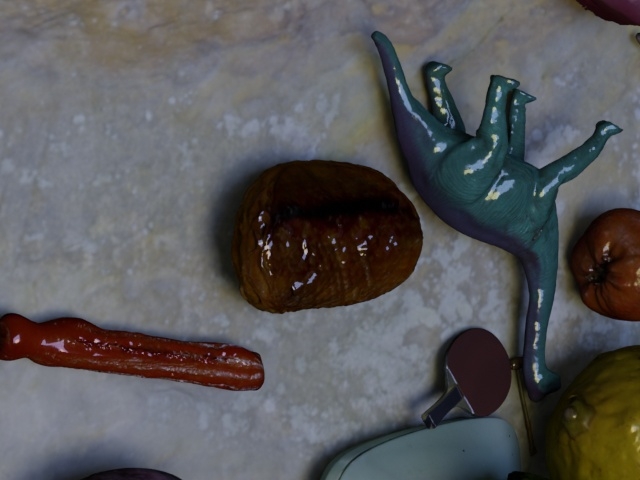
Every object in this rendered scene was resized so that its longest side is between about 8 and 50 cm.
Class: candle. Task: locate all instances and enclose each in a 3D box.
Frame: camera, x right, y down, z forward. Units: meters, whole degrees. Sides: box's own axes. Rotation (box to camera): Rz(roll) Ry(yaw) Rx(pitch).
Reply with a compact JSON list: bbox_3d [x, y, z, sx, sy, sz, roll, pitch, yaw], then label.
[{"bbox_3d":[-0.192,0.110,1.841,0.329,0.048,0.051,10,103,-34],"label":"candle"}]

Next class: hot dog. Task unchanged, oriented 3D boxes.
[{"bbox_3d":[0.002,-0.002,1.921,0.227,0.099,0.160,2,94,-34],"label":"hot dog"}]

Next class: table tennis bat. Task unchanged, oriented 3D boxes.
[{"bbox_3d":[0.161,0.159,2.068,0.158,0.014,0.095,-40,105,-42],"label":"table tennis bat"}]

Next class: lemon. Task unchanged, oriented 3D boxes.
[{"bbox_3d":[0.382,0.243,2.111,0.310,0.253,0.253,22,83,-30],"label":"lemon"}]

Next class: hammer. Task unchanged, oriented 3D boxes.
[{"bbox_3d":[0.235,0.191,2.148,0.029,0.014,0.123,-19,108,-23],"label":"hammer"}]

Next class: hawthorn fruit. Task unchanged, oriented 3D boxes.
[{"bbox_3d":[0.363,0.031,2.146,0.138,0.133,0.132,-11,101,-37],"label":"hawthorn fruit"}]

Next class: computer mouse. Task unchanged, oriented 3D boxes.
[{"bbox_3d":[0.120,0.283,2.034,0.288,0.097,0.159,-6,96,-32],"label":"computer mouse"}]

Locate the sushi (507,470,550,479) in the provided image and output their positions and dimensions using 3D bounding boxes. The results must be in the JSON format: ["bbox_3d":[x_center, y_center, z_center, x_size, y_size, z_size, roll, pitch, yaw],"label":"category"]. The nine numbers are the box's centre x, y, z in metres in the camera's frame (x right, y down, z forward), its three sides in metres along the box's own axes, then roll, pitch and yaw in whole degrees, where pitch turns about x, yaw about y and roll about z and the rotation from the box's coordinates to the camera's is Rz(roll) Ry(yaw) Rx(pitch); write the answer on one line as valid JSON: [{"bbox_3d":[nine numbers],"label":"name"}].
[{"bbox_3d":[0.210,0.426,1.971,0.178,0.294,0.352,26,102,10],"label":"sushi"}]

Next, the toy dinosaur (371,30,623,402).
[{"bbox_3d":[0.160,-0.014,2.030,0.383,0.129,0.330,17,92,-29],"label":"toy dinosaur"}]

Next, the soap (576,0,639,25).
[{"bbox_3d":[0.394,-0.379,2.117,0.220,0.127,0.325,42,74,-28],"label":"soap"}]

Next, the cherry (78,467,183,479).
[{"bbox_3d":[-0.181,0.307,1.795,0.195,0.195,0.195,-4,98,-33],"label":"cherry"}]

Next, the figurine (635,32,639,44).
[{"bbox_3d":[0.411,-0.242,2.196,0.083,0.047,0.050,-38,104,-29],"label":"figurine"}]
